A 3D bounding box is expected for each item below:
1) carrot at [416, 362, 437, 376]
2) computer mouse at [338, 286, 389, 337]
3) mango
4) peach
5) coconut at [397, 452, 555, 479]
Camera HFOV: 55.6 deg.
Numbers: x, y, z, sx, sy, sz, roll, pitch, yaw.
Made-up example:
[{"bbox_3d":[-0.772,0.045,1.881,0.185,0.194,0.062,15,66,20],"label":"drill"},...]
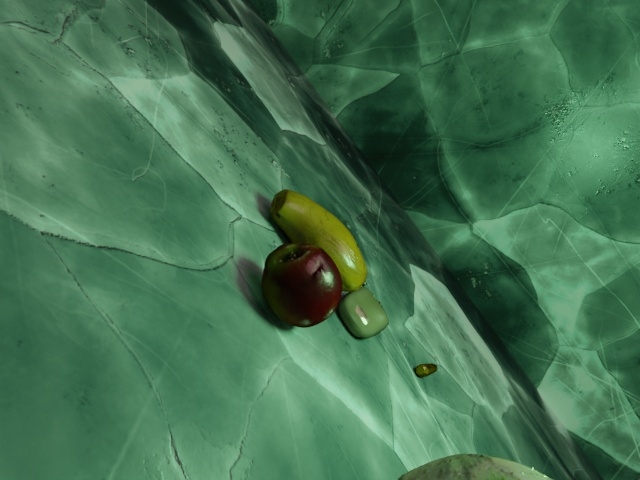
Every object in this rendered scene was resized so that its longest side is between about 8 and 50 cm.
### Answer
[{"bbox_3d":[0.345,0.416,1.959,0.042,0.042,0.171,60,16,19],"label":"carrot"},{"bbox_3d":[0.131,0.205,1.753,0.145,0.082,0.236,56,20,12],"label":"computer mouse"},{"bbox_3d":[0.000,-0.002,1.711,0.359,0.144,0.187,50,24,6],"label":"mango"},{"bbox_3d":[-0.038,0.107,1.380,0.197,0.197,0.197,46,20,-22],"label":"peach"},{"bbox_3d":[0.277,0.546,1.019,0.404,0.405,0.404,46,20,-22],"label":"coconut"}]
